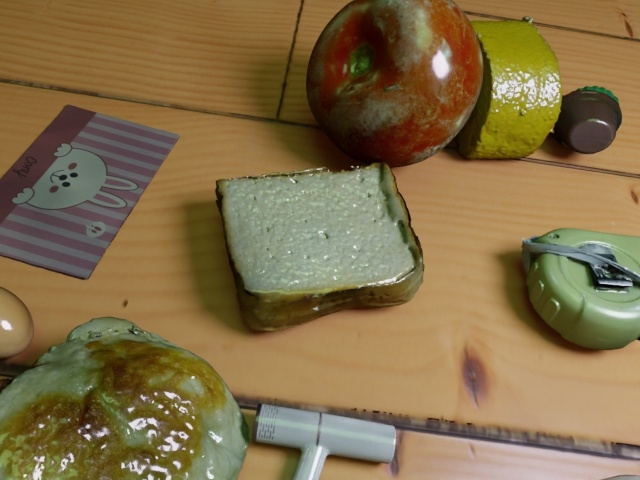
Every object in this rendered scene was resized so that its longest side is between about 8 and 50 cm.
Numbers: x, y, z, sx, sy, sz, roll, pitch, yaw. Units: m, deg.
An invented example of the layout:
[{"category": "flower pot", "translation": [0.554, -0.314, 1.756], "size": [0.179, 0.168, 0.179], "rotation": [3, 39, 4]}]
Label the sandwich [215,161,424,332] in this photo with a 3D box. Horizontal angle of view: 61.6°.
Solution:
[{"category": "sandwich", "translation": [0.000, 0.001, 0.721], "size": [0.251, 0.087, 0.226], "rotation": [-10, 53, -13]}]

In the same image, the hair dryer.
[{"category": "hair dryer", "translation": [-0.005, 0.269, 0.547], "size": [0.155, 0.044, 0.183], "rotation": [8, 57, 0]}]

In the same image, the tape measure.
[{"category": "tape measure", "translation": [0.371, 0.057, 0.719], "size": [0.200, 0.106, 0.175], "rotation": [12, 48, 3]}]

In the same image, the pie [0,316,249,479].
[{"category": "pie", "translation": [-0.201, 0.193, 0.508], "size": [0.257, 0.105, 0.274], "rotation": [40, 35, 19]}]

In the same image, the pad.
[{"category": "pad", "translation": [-0.359, -0.087, 0.787], "size": [0.202, 0.005, 0.299], "rotation": [16, 52, 4]}]

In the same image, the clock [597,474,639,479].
[{"category": "clock", "translation": [0.295, 0.396, 0.412], "size": [0.326, 0.184, 0.342], "rotation": [-27, 65, -31]}]

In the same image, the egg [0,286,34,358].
[{"category": "egg", "translation": [-0.369, 0.092, 0.601], "size": [0.096, 0.080, 0.080], "rotation": [24, 52, -5]}]

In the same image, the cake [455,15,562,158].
[{"category": "cake", "translation": [0.301, -0.270, 0.918], "size": [0.156, 0.179, 0.260], "rotation": [0, 53, -10]}]

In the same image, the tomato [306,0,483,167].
[{"category": "tomato", "translation": [0.121, -0.243, 0.832], "size": [0.223, 0.270, 0.270], "rotation": [8, 42, -46]}]

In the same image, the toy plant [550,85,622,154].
[{"category": "toy plant", "translation": [0.464, -0.224, 0.962], "size": [0.143, 0.105, 0.200], "rotation": [6, 33, 12]}]
